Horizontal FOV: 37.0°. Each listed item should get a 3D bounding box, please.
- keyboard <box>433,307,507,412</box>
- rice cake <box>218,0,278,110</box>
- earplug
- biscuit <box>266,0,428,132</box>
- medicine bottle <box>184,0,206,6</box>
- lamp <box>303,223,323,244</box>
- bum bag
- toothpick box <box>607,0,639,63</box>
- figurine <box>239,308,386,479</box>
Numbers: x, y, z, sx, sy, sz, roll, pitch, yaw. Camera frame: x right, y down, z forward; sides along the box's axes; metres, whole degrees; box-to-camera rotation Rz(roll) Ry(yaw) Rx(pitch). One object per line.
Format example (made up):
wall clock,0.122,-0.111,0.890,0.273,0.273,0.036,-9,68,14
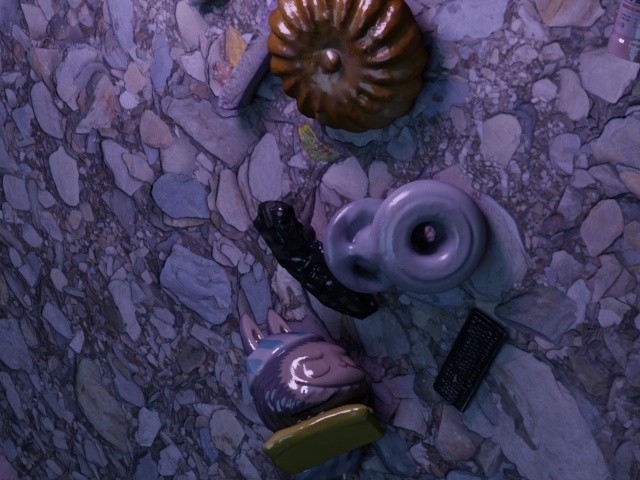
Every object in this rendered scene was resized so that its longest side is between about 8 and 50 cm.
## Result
keyboard,0.293,0.241,1.891,0.093,0.025,0.230,38,129,24
rice cake,-0.099,-0.399,1.894,0.064,0.070,0.399,46,132,9
earplug,0.152,-0.002,1.813,0.325,0.175,0.214,-8,100,32
biscuit,0.036,-0.338,1.750,0.325,0.107,0.326,18,132,21
medicine bottle,-0.240,-0.520,1.962,0.089,0.057,0.057,-11,102,41
lamp,-0.001,0.000,2.004,0.121,0.054,0.041,23,104,23
bum bag,-0.021,0.048,1.959,0.340,0.095,0.144,47,152,-23
toothpick box,0.490,-0.346,1.413,0.098,0.098,0.149,25,125,29
figurine,-0.029,0.316,2.117,0.361,0.266,0.378,89,166,-55
